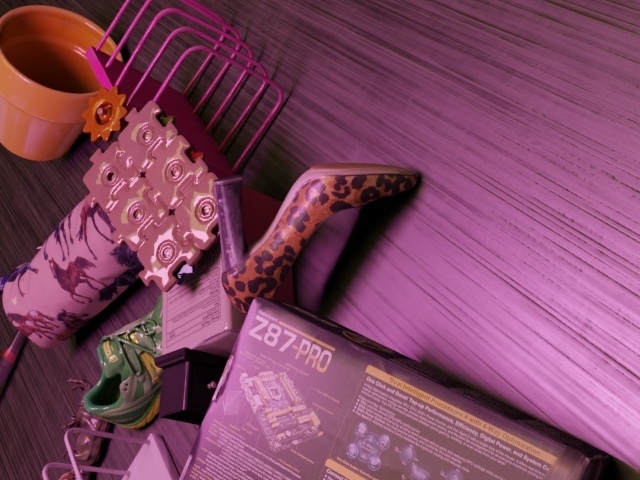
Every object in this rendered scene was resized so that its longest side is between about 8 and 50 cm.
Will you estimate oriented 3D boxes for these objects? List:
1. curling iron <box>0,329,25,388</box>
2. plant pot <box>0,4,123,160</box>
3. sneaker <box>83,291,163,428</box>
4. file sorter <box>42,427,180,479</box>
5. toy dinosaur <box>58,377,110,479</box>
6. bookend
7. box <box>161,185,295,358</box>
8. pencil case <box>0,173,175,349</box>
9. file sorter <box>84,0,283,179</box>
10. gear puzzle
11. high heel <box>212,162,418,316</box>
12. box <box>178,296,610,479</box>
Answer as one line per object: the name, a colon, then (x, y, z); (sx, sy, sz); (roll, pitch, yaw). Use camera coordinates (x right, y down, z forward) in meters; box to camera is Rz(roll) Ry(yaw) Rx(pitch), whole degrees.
curling iron: (-0.627, 0.232, 1.991); (0.068, 0.035, 0.274); (20, 89, 57)
plant pot: (-0.547, -0.297, 1.983); (0.239, 0.254, 0.254); (-56, 37, 43)
sneaker: (-0.266, 0.170, 1.495); (0.295, 0.123, 0.109); (-60, 41, 21)
file sorter: (-0.338, 0.435, 1.436); (0.278, 0.173, 0.193); (-57, 40, 16)
toy dinosaur: (-0.384, 0.294, 1.651); (0.118, 0.064, 0.268); (24, 91, 46)
bookend: (-0.139, 0.235, 1.295); (0.072, 0.157, 0.156); (-23, 56, 44)
box: (-0.129, 0.057, 1.386); (0.148, 0.127, 0.232); (-29, 53, 38)
pencil case: (-0.392, 0.015, 1.700); (0.410, 0.160, 0.184); (-39, 61, 34)
file sorter: (-0.213, -0.264, 1.578); (0.182, 0.202, 0.291); (-53, 41, 16)
gear puzzle: (-0.242, -0.089, 1.382); (0.175, 0.044, 0.339); (-47, 61, 11)
high heel: (0.000, 0.000, 1.257); (0.093, 0.261, 0.186); (-94, -2, -80)
box: (0.042, 0.274, 1.000); (0.395, 0.097, 0.318); (22, 94, 30)
